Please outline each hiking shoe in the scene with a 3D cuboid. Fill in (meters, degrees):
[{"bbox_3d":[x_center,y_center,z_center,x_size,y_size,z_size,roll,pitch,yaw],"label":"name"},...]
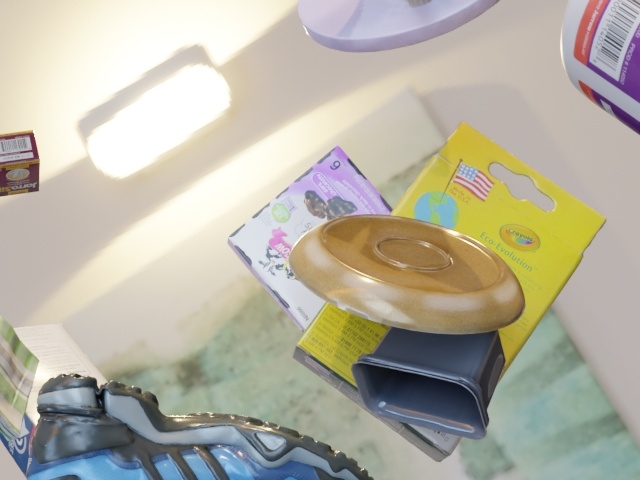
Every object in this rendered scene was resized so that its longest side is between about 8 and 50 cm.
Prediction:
[{"bbox_3d":[-0.106,0.211,1.214,0.304,0.132,0.113,15,-13,-5],"label":"hiking shoe"}]

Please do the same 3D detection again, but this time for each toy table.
[{"bbox_3d":[0.091,-0.340,1.629,0.274,0.252,0.161,-27,-36,0],"label":"toy table"}]

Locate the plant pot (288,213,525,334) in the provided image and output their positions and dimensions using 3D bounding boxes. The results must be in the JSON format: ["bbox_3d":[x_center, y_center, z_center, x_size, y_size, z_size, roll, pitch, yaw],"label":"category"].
[{"bbox_3d":[0.087,0.024,1.383,0.236,0.236,0.032,-10,-61,-42],"label":"plant pot"}]

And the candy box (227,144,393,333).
[{"bbox_3d":[0.000,0.000,1.893,0.196,0.165,0.070,-40,-2,-8],"label":"candy box"}]

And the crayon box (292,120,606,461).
[{"bbox_3d":[0.142,0.054,1.544,0.318,0.202,0.081,-53,-6,-14],"label":"crayon box"}]

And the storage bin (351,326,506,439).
[{"bbox_3d":[0.115,0.127,1.381,0.091,0.135,0.098,-55,-38,-34],"label":"storage bin"}]

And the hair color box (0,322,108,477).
[{"bbox_3d":[-0.425,0.272,2.264,0.173,0.347,0.105,-5,-58,-37],"label":"hair color box"}]

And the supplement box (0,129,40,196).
[{"bbox_3d":[-0.361,-0.090,1.673,0.055,0.043,0.083,-10,-22,-15],"label":"supplement box"}]

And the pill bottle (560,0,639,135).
[{"bbox_3d":[0.352,-0.121,1.106,0.181,0.323,0.182,-25,-42,-25],"label":"pill bottle"}]

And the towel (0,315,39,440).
[{"bbox_3d":[-0.448,0.197,2.031,0.023,0.152,0.113,-13,-49,18],"label":"towel"}]
